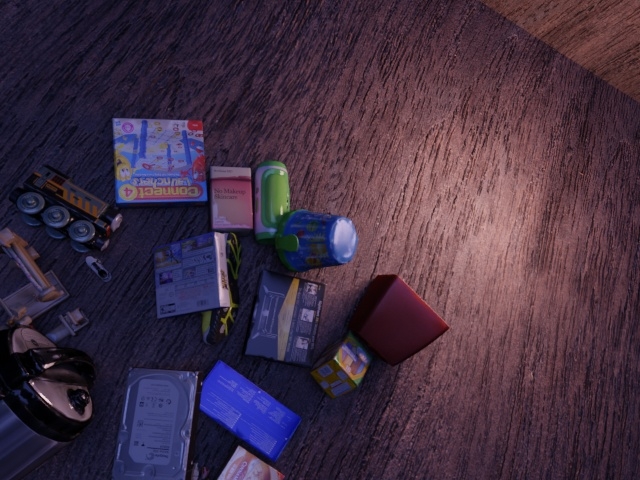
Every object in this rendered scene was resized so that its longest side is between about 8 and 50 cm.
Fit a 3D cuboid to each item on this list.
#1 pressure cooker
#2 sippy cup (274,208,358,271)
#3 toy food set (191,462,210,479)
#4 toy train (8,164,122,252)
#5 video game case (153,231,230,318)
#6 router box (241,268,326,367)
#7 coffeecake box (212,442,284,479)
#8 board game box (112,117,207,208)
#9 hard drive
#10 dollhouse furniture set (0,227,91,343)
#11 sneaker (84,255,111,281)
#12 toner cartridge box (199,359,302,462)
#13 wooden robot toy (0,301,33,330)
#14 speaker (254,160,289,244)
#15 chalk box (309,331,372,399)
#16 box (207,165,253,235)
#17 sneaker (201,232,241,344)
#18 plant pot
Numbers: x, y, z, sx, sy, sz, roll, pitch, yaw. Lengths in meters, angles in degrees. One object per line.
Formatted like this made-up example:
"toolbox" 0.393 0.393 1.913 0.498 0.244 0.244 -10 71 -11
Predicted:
"pressure cooker" -0.825 0.439 1.296 0.420 0.370 0.375 -36 116 -11
"sippy cup" 0.000 0.000 1.706 0.305 0.224 0.240 -51 126 -37
"toy food set" -0.387 0.783 1.544 0.078 0.019 0.122 13 64 -6
"toy train" -0.826 -0.101 1.580 0.334 0.142 0.190 31 60 -8
"video game case" -0.429 0.119 1.593 0.269 0.061 0.244 -13 78 25
"router box" -0.127 0.280 1.720 0.243 0.081 0.309 15 72 -13
"coffeecake box" -0.236 0.777 1.567 0.185 0.068 0.142 36 69 -6
"board game box" -0.567 -0.272 1.708 0.308 0.086 0.302 -4 81 -19
"hard drive" -0.503 0.573 1.497 0.237 0.064 0.339 2 75 7
"dollhouse furniture set" -0.846 0.165 1.383 0.174 0.355 0.303 -37 90 -21
"sneaker" -0.740 0.089 1.602 0.109 0.044 0.040 44 70 -1
"toner cartridge box" -0.251 0.567 1.613 0.348 0.075 0.165 38 70 -5
"wooden robot toy" -0.890 0.254 1.391 0.076 0.173 0.079 42 41 -6
"speaker" -0.182 -0.138 1.787 0.131 0.131 0.296 3 75 -16
"chalk box" 0.083 0.427 1.699 0.132 0.132 0.213 50 34 -1
"box" -0.328 -0.137 1.740 0.148 0.127 0.232 -1 77 -17
"sneaker" -0.369 0.164 1.668 0.147 0.145 0.384 2 76 14
"plant pot" 0.254 0.298 1.751 0.267 0.267 0.236 45 81 -2
